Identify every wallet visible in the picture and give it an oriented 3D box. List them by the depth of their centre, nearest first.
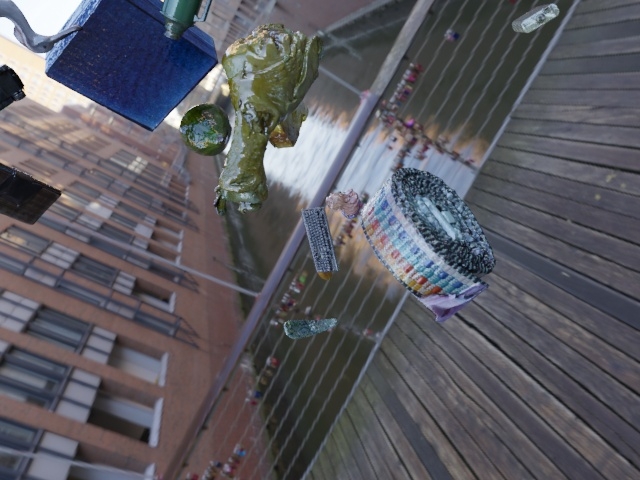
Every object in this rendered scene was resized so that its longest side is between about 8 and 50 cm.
[{"bbox_3d":[-0.735,-0.113,1.301,0.124,0.230,0.042,-41,61,8],"label":"wallet"}]

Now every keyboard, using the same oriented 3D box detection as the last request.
[{"bbox_3d":[0.000,0.000,1.844,0.093,0.231,0.025,-7,19,22],"label":"keyboard"}]

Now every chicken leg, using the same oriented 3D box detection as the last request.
[{"bbox_3d":[-0.117,-0.243,1.082,0.152,0.201,0.430,-9,62,42],"label":"chicken leg"}]

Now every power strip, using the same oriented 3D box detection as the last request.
[{"bbox_3d":[0.559,-0.579,1.452,0.092,0.034,0.268,-27,13,20],"label":"power strip"}]

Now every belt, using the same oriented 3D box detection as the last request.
[{"bbox_3d":[0.220,0.001,1.168,0.206,0.295,0.160,-34,-9,-47],"label":"belt"}]

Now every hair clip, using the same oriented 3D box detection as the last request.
[{"bbox_3d":[-0.033,0.287,1.841,0.036,0.229,0.066,-51,56,37],"label":"hair clip"}]

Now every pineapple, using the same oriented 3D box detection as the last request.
[{"bbox_3d":[-0.123,-0.379,1.720,0.114,0.236,0.186,0,92,43],"label":"pineapple"}]

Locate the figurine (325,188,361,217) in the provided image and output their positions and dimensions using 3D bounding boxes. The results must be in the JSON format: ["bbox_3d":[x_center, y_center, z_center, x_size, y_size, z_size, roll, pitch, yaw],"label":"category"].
[{"bbox_3d":[0.098,-0.157,2.265,0.114,0.157,0.126,-15,66,32],"label":"figurine"}]

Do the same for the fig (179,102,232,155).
[{"bbox_3d":[-0.237,-0.227,1.204,0.117,0.117,0.177,-59,43,13],"label":"fig"}]

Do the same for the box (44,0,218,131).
[{"bbox_3d":[-0.424,-0.419,1.259,0.261,0.278,0.116,-37,50,24],"label":"box"}]

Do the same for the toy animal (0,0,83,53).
[{"bbox_3d":[-0.642,-0.432,1.033,0.195,0.324,0.090,-44,24,17],"label":"toy animal"}]

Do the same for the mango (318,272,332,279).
[{"bbox_3d":[0.015,0.120,2.301,0.063,0.127,0.077,-29,51,-8],"label":"mango"}]

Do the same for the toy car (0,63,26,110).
[{"bbox_3d":[-0.617,-0.257,1.008,0.062,0.071,0.165,5,45,31],"label":"toy car"}]

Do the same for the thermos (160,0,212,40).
[{"bbox_3d":[-0.246,-0.471,1.047,0.188,0.083,0.073,-64,26,21],"label":"thermos"}]
